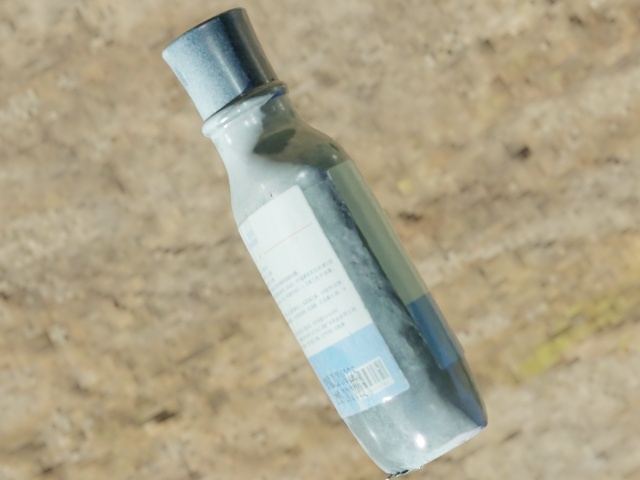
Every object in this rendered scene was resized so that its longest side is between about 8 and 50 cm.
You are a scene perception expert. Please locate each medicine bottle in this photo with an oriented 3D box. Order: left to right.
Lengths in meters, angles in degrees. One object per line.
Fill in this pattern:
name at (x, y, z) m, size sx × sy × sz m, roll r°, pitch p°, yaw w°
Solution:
medicine bottle at (0.000, 0.000, 0.855) m, size 0.053 × 0.208 × 0.090 m, roll -28°, pitch 177°, yaw -15°
